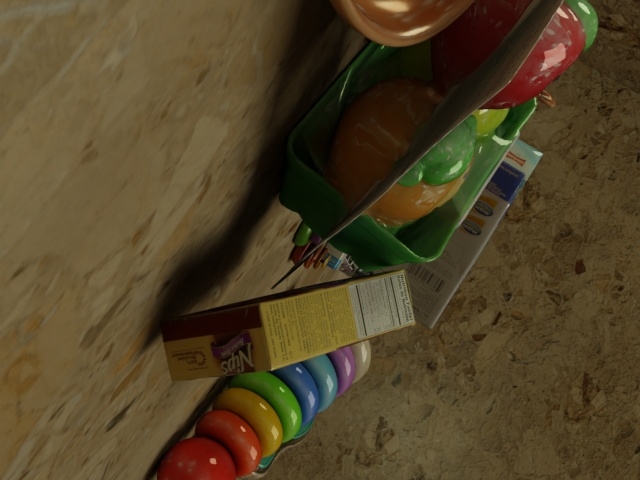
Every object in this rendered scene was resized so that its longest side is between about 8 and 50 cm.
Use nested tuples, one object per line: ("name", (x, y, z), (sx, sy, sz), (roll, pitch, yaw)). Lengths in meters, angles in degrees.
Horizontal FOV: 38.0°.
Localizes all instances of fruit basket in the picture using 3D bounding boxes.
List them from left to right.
("fruit basket", (0.121, -0.118, 0.734), (0.327, 0.165, 0.353), (-53, -169, -34))

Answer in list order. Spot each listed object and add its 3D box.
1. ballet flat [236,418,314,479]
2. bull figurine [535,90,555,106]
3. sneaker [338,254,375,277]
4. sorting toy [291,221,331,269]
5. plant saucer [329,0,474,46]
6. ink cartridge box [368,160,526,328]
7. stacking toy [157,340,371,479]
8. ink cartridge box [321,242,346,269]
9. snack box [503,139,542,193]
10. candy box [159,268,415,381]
("ballet flat", (-0.105, 0.324, 1.529), (0.106, 0.107, 0.316), (-39, 172, 17))
("bull figurine", (0.164, -0.114, 1.196), (0.310, 0.101, 0.188), (-42, 179, 37))
("sneaker", (0.052, 0.032, 1.384), (0.038, 0.069, 0.098), (-57, 172, -12))
("sorting toy", (0.000, 0.000, 1.051), (0.061, 0.042, 0.102), (-54, 171, -26))
("plant saucer", (0.056, -0.199, 0.468), (0.200, 0.037, 0.200), (-39, 145, -34))
("ink cartridge box", (0.171, -0.032, 1.441), (0.065, 0.186, 0.311), (-41, 161, -55))
("stacking toy", (-0.078, 0.205, 1.137), (0.330, 0.141, 0.141), (-41, 162, -42))
("ink cartridge box", (0.032, -0.001, 1.285), (0.083, 0.028, 0.048), (-58, 172, 2))
("snack box", (0.251, -0.122, 1.580), (0.060, 0.187, 0.322), (-56, 171, -11))
("candy box", (-0.021, 0.065, 0.743), (0.109, 0.053, 0.187), (-13, 177, 38))
